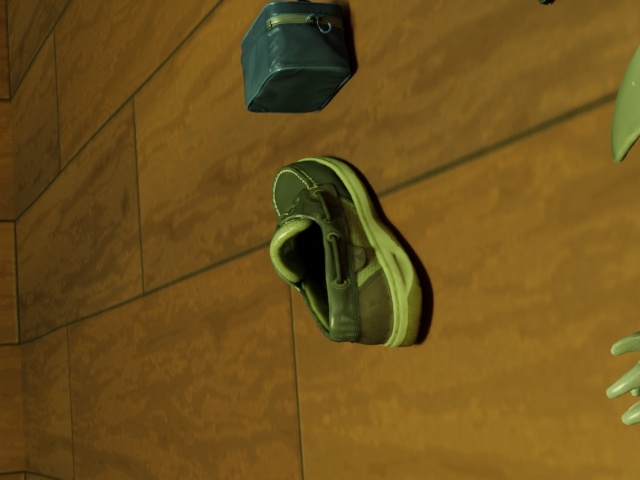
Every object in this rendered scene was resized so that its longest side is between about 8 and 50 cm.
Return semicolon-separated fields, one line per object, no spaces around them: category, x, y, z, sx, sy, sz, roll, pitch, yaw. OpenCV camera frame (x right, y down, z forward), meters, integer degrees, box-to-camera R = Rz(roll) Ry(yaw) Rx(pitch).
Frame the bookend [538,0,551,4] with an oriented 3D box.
bookend;0.072;-0.191;0.567;0.156;0.157;0.072;129;135;-56

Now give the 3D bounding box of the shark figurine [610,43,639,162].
shark figurine;0.166;-0.131;0.337;0.278;0.116;0.166;-59;-24;-51

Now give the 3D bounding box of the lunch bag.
lunch bag;-0.020;-0.143;0.905;0.098;0.067;0.065;141;124;-61

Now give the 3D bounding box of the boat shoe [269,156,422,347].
boat shoe;0.000;0.001;0.855;0.223;0.073;0.080;-126;41;-53

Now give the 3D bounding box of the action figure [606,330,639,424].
action figure;0.165;0.081;0.381;0.164;0.141;0.276;-104;23;-59
